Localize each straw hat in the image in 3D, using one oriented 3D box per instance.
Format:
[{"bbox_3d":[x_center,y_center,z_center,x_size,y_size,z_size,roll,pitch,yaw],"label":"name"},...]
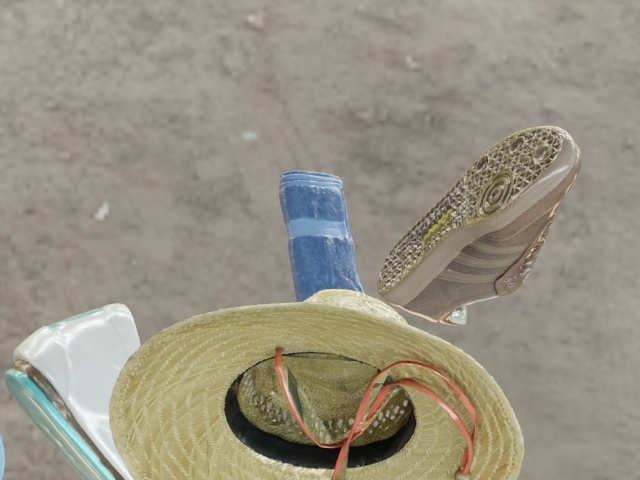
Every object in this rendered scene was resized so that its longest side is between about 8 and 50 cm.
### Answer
[{"bbox_3d":[0.002,0.051,0.583,0.144,0.144,0.061,8,43,4],"label":"straw hat"}]

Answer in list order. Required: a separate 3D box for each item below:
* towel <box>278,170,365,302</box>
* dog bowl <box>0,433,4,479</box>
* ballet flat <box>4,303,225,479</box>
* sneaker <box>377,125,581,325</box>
[{"bbox_3d":[0.000,0.000,1.387,0.067,0.029,0.119,6,69,-43],"label":"towel"},{"bbox_3d":[-0.333,0.194,1.083,0.297,0.166,0.074,-44,45,-10],"label":"dog bowl"},{"bbox_3d":[-0.110,0.223,1.378,0.139,0.400,0.139,-27,19,10],"label":"ballet flat"},{"bbox_3d":[0.117,-0.006,1.065,0.071,0.188,0.066,28,48,-22],"label":"sneaker"}]
